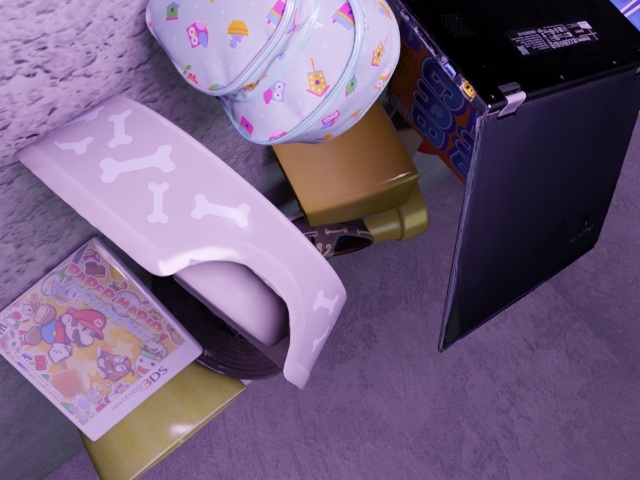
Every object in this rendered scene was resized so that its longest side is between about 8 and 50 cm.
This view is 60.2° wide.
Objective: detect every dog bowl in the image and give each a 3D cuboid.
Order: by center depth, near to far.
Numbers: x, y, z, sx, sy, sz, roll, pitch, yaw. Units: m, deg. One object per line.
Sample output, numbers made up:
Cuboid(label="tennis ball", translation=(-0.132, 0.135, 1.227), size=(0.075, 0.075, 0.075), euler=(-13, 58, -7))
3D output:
Cuboid(label="dog bowl", translation=(-0.122, 0.000, 0.557), size=(0.102, 0.348, 0.349), euler=(-51, 174, -12))

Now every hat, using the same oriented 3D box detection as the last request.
Cuboid(label="hat", translation=(-0.153, 0.100, 0.976), size=(0.331, 0.331, 0.134), euler=(-32, 172, -42))

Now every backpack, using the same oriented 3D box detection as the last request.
Cuboid(label="backpack", translation=(-0.037, -0.174, 0.458), size=(0.166, 0.188, 0.144), euler=(-43, 171, 27))

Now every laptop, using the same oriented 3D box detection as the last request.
Cuboid(label="laptop", translation=(0.207, -0.156, 0.668), size=(0.381, 0.408, 0.236), euler=(-22, 162, -37))

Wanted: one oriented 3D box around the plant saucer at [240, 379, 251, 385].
Cuboid(label="plant saucer", translation=(-0.192, 0.126, 1.224), size=(0.400, 0.100, 0.401), euler=(8, 90, -67))

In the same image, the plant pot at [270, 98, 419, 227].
Cuboid(label="plant pot", translation=(0.029, -0.135, 0.967), size=(0.187, 0.212, 0.212), euler=(-27, 171, -2))

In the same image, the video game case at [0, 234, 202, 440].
Cuboid(label="video game case", translation=(-0.321, 0.142, 0.787), size=(0.206, 0.227, 0.026), euler=(-39, -167, -1))

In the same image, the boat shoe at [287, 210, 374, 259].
Cuboid(label="boat shoe", translation=(0.000, 0.000, 1.213), size=(0.324, 0.097, 0.117), euler=(-14, 148, -50))

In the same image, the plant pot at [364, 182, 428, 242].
Cuboid(label="plant pot", translation=(0.158, -0.093, 1.650), size=(0.239, 0.254, 0.254), euler=(-24, 169, -8))

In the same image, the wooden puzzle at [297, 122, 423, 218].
Cuboid(label="wooden puzzle", translation=(0.075, -0.146, 1.295), size=(0.347, 0.080, 0.322), euler=(-24, 155, -37))

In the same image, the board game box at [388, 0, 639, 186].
Cuboid(label="board game box", translation=(0.383, -0.309, 1.009), size=(0.356, 0.357, 0.356), euler=(-39, 172, -4))

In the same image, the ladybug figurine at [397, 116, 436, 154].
Cuboid(label="ladybug figurine", translation=(0.388, -0.368, 1.409), size=(0.449, 0.162, 0.305), euler=(-40, 172, 2))

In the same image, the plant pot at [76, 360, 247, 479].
Cuboid(label="plant pot", translation=(-0.324, 0.228, 0.958), size=(0.274, 0.293, 0.275), euler=(-38, 171, -7))
